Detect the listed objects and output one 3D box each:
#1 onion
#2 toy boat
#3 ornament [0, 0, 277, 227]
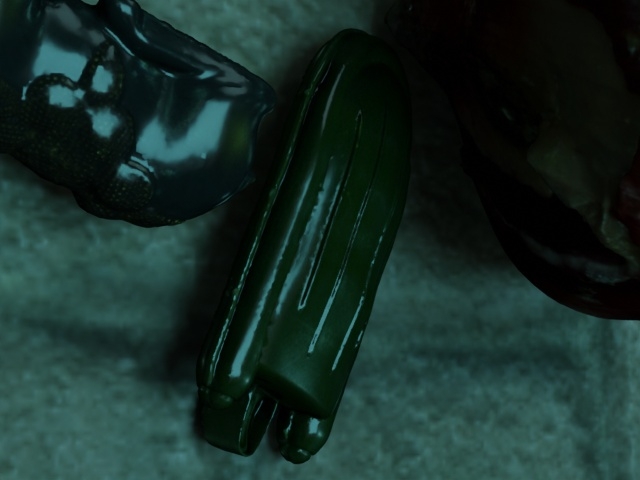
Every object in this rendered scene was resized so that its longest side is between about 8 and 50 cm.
[{"bbox_3d":[0.126,-0.093,0.815,0.272,0.195,0.272,0,90,-84],"label":"onion"},{"bbox_3d":[0.000,0.000,0.794,0.104,0.052,0.210,40,63,-50],"label":"toy boat"},{"bbox_3d":[-0.129,0.016,0.667,0.202,0.080,0.236,25,71,-32],"label":"ornament"}]
